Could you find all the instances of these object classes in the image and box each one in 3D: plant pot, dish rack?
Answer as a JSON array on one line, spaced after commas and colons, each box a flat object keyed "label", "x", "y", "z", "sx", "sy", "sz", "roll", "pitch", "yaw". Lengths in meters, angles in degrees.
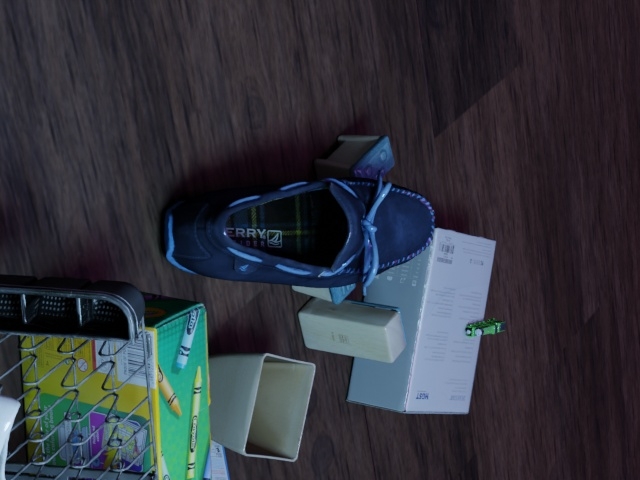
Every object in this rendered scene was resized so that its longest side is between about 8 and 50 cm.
[{"label": "plant pot", "x": -0.082, "y": 0.172, "z": 1.852, "sx": 0.109, "sy": 0.096, "sz": 0.109, "roll": 19, "pitch": 81, "yaw": -59}, {"label": "dish rack", "x": -0.241, "y": 0.155, "z": 1.506, "sx": 0.074, "sy": 0.208, "sz": 0.271, "roll": -53, "pitch": 144, "yaw": -64}]

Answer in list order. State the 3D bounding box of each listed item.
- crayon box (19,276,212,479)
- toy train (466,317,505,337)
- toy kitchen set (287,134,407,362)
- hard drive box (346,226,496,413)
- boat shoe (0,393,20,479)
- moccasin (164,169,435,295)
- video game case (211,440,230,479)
[{"label": "crayon box", "x": -0.191, "y": 0.187, "z": 1.619, "sx": 0.081, "sy": 0.165, "sz": 0.278, "roll": -24, "pitch": 118, "yaw": -54}, {"label": "toy train", "x": 0.213, "y": 0.113, "z": 2.210, "sx": 0.083, "sy": 0.024, "sz": 0.017, "roll": -9, "pitch": 105, "yaw": -59}, {"label": "toy kitchen set", "x": 0.054, "y": 0.006, "z": 2.004, "sx": 0.166, "sy": 0.122, "sz": 0.207, "roll": -46, "pitch": 134, "yaw": -43}, {"label": "hard drive box", "x": 0.131, "y": 0.099, "z": 2.180, "sx": 0.181, "sy": 0.089, "sz": 0.232, "roll": 12, "pitch": 87, "yaw": -59}, {"label": "boat shoe", "x": -0.298, "y": 0.243, "z": 1.469, "sx": 0.098, "sy": 0.096, "sz": 0.277, "roll": -79, "pitch": 179, "yaw": -56}, {"label": "moccasin", "x": 0.000, "y": 0.000, "z": 1.826, "sx": 0.342, "sy": 0.117, "sz": 0.138, "roll": -10, "pitch": 92, "yaw": -38}, {"label": "video game case", "x": -0.131, "y": 0.282, "z": 1.800, "sx": 0.119, "sy": 0.015, "sz": 0.166, "roll": 16, "pitch": 56, "yaw": -52}]
